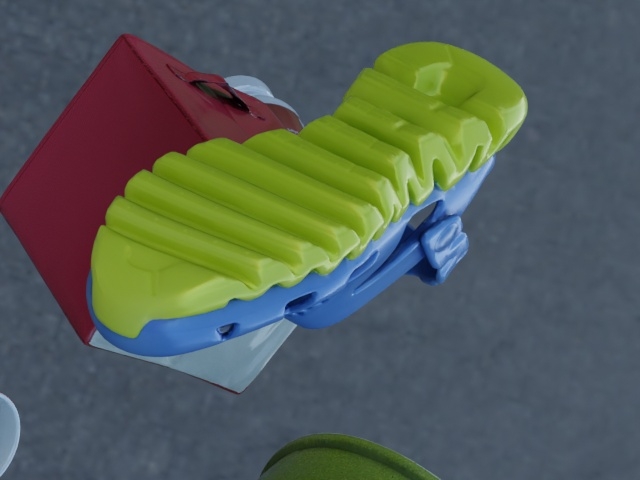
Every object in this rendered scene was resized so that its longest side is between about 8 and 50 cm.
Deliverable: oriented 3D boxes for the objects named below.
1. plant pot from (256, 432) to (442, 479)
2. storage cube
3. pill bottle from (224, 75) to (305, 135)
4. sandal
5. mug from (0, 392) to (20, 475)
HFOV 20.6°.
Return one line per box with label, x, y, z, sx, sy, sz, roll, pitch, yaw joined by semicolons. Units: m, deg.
plant pot;-0.038;0.402;1.404;0.353;0.366;0.366;-34;135;-36
storage cube;-0.113;-0.017;1.439;0.184;0.193;0.215;25;109;-45
pill bottle;-0.060;-0.072;1.814;0.121;0.216;0.121;-13;135;-14
sandal;0.000;0.000;1.006;0.317;0.126;0.138;-25;138;-39
mug;-0.431;0.183;1.913;0.113;0.169;0.150;-50;137;-27
